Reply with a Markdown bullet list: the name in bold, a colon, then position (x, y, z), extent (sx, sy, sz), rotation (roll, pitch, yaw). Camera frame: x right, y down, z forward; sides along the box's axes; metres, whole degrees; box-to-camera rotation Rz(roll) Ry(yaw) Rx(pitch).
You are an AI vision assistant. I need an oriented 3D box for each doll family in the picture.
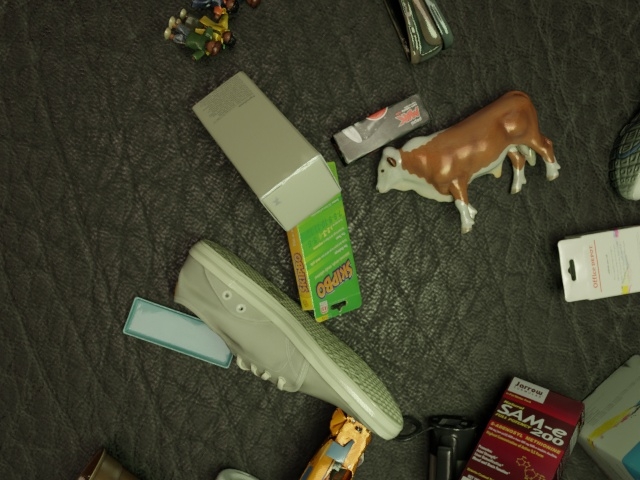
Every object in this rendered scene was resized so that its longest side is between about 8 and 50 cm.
- **doll family**: position (-0.175, -0.383, 1.110), extent (0.111, 0.076, 0.193), rotation (22, 86, 0)

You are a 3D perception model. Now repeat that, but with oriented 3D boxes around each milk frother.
- **milk frother**: position (0.192, 0.379, 1.152), extent (0.143, 0.129, 0.134), rotation (2, 91, 39)

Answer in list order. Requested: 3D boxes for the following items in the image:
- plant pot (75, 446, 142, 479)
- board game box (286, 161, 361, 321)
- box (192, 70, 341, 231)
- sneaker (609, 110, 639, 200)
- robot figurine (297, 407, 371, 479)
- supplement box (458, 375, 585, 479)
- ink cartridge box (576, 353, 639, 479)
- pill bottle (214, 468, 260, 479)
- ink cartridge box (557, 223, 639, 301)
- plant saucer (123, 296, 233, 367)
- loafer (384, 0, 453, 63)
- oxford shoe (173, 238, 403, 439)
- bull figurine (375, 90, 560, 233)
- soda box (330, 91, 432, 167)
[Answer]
- **plant pot**: position (-0.334, 0.455, 1.078), extent (0.165, 0.167, 0.167), rotation (36, 88, -12)
- **board game box**: position (0.000, 0.000, 1.115), extent (0.124, 0.039, 0.259), rotation (-13, 90, -47)
- **box**: position (-0.090, -0.146, 1.031), extent (0.113, 0.094, 0.275), rotation (-36, 51, 0)
- **sneaker**: position (0.617, -0.201, 1.160), extent (0.129, 0.111, 0.297), rotation (26, 90, -10)
- **robot figurine**: position (-0.011, 0.413, 1.083), extent (0.085, 0.211, 0.291), rotation (31, 82, 9)
- **supplement box**: position (0.330, 0.355, 1.085), extent (0.130, 0.073, 0.239), rotation (17, 53, 32)
- **ink cartridge box**: position (0.581, 0.341, 1.083), extent (0.197, 0.270, 0.198), rotation (-42, 94, -4)
- **pill bottle**: position (-0.164, 0.498, 1.111), extent (0.108, 0.108, 0.193), rotation (25, 89, -4)
- **ink cartridge box**: position (0.510, 0.038, 1.173), extent (0.198, 0.067, 0.115), rotation (-8, 91, -6)
- **plant saucer**: position (-0.239, 0.159, 1.144), extent (0.192, 0.018, 0.067), rotation (20, 90, -4)
- **loafer**: position (0.125, -0.428, 1.124), extent (0.084, 0.096, 0.267), rotation (-34, 95, 3)
- **oxford shoe**: position (-0.062, 0.172, 1.056), extent (0.449, 0.169, 0.130), rotation (37, 92, 16)
- **bull figurine**: position (0.252, -0.132, 1.135), extent (0.310, 0.101, 0.188), rotation (-30, 97, -1)
- **soda box**: position (0.104, -0.193, 1.144), extent (0.169, 0.053, 0.060), rotation (-28, 93, -4)
